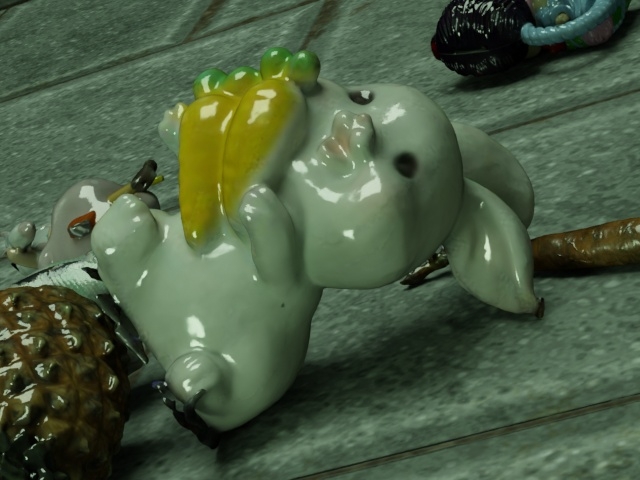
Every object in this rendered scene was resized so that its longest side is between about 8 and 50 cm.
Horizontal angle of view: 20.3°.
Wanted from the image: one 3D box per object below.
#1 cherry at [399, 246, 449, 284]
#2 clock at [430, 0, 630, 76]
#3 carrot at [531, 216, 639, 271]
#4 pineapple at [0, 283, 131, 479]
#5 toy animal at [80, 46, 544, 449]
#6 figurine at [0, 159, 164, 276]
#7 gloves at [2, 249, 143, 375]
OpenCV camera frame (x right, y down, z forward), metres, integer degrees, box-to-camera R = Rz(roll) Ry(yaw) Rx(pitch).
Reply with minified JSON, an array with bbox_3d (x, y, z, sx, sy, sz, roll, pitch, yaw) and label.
[{"bbox_3d":[0.064,-0.034,1.525,0.107,0.090,0.225,-6,30,7],"label":"cherry"},{"bbox_3d":[0.228,-0.244,1.891,0.194,0.100,0.195,-4,27,38],"label":"clock"},{"bbox_3d":[0.189,0.007,1.353,0.165,0.035,0.035,-9,22,37],"label":"carrot"},{"bbox_3d":[-0.209,0.152,1.225,0.158,0.158,0.278,-18,29,10],"label":"pineapple"},{"bbox_3d":[-0.002,-0.002,1.297,0.310,0.247,0.183,-37,39,1],"label":"toy animal"},{"bbox_3d":[-0.219,0.002,1.693,0.137,0.112,0.229,-25,5,-36],"label":"figurine"},{"bbox_3d":[-0.226,0.102,1.416,0.212,0.111,0.127,-47,-26,7],"label":"gloves"}]
